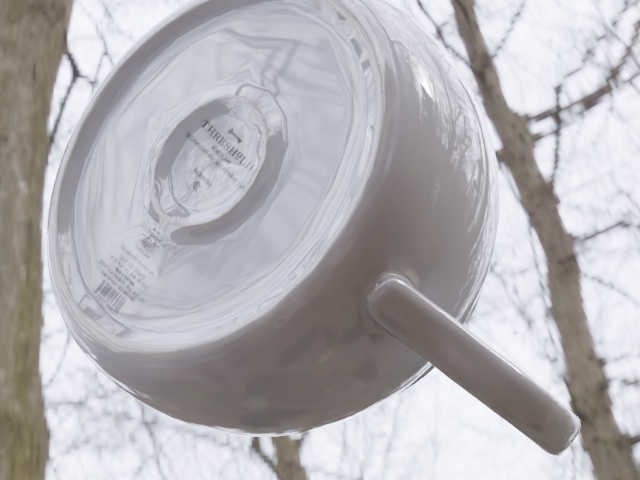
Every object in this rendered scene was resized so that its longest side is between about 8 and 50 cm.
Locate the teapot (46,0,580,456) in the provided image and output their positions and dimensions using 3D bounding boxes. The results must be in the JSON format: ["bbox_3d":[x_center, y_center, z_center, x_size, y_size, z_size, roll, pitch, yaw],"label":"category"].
[{"bbox_3d":[0.000,0.000,0.918,0.252,0.256,0.187,-16,-34,30],"label":"teapot"}]
